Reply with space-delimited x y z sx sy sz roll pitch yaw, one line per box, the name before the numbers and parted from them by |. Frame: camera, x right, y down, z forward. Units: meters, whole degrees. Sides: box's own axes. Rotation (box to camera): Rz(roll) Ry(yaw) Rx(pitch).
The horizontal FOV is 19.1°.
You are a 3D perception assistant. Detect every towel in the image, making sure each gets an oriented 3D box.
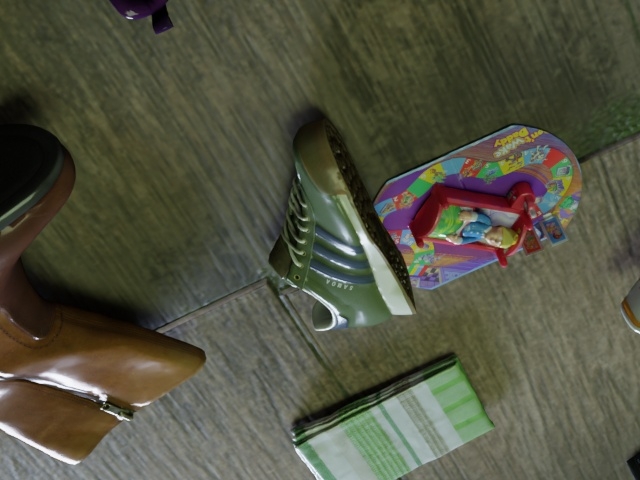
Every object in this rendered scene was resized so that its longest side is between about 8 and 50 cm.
towel | 0.060 0.156 1.571 0.152 0.023 0.113 -26 140 4

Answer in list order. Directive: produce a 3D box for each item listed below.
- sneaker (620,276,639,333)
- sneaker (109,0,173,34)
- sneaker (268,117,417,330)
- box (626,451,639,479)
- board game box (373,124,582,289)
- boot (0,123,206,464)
sneaker | 0.361 0.094 1.545 0.127 0.126 0.321 -40 124 15
sneaker | -0.153 -0.204 1.055 0.083 0.098 0.223 -38 135 18
sneaker | 0.000 0.000 1.351 0.086 0.064 0.192 -19 134 11
box | 0.328 0.204 1.697 0.083 0.052 0.062 -38 134 17
board game box | 0.118 -0.013 1.406 0.168 0.033 0.133 -24 138 4
boot | -0.183 0.053 1.314 0.264 0.096 0.280 -42 134 22
